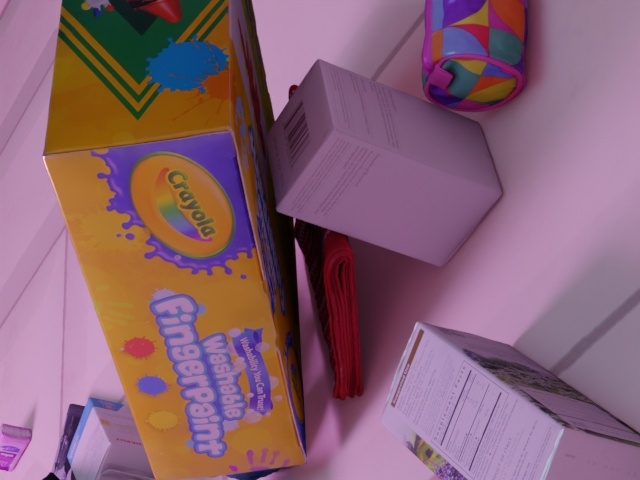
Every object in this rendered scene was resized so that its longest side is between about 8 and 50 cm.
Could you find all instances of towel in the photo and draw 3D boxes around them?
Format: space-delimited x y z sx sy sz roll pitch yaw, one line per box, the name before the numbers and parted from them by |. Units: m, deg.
towel | 0.000 0.000 1.450 0.275 0.031 0.199 -105 8 -49

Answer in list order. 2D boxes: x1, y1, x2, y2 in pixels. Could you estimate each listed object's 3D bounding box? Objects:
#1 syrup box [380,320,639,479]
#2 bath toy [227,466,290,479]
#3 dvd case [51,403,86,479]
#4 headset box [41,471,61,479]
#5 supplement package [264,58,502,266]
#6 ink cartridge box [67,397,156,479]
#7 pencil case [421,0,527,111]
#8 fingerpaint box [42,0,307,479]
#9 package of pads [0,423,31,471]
syrup box | 0.144 0.147 1.107 0.237 0.093 0.096 34 105 64
bath toy | -0.110 0.357 1.447 0.151 0.129 0.348 -40 42 49
dvd case | -0.338 0.348 2.022 0.179 0.030 0.238 -4 72 63
headset box | -0.387 0.429 1.761 0.283 0.131 0.246 -46 0 4
supplement package | 0.055 -0.067 1.318 0.105 0.179 0.105 -54 30 33
ink cartridge box | -0.245 0.271 1.809 0.090 0.092 0.143 -67 25 13
pencil case | 0.139 -0.236 1.351 0.104 0.104 0.236 -37 44 51
fingerpaint box | -0.127 -0.051 1.405 0.445 0.163 0.371 80 -176 -46
package of pads | -0.497 0.328 2.328 0.083 0.050 0.032 -56 30 31
